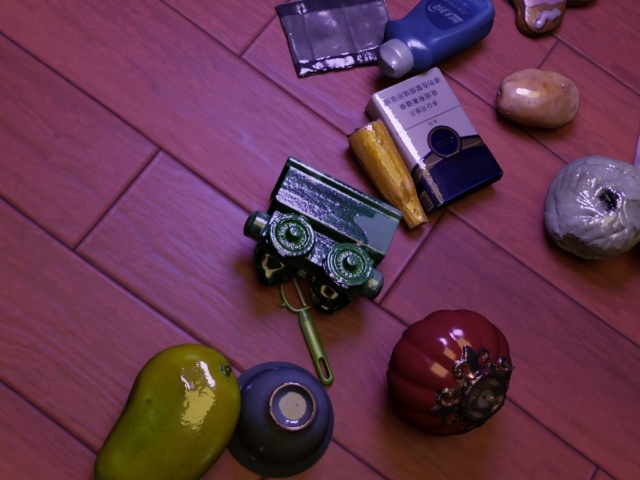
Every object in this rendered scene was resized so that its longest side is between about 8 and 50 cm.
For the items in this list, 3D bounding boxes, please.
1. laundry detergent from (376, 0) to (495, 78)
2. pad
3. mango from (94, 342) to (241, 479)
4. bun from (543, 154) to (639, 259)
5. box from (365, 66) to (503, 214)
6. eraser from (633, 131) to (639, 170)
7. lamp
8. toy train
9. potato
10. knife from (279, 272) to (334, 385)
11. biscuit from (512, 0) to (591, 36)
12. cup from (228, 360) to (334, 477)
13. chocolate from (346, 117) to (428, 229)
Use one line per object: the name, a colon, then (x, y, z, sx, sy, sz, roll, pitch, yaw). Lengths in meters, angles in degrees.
laundry detergent: (0.215, -0.414, 1.751, 0.143, 0.094, 0.290, 40, 57, 22)
pad: (0.041, -0.428, 1.784, 0.233, 0.022, 0.174, -13, 75, -15)
mango: (-0.233, 0.297, 1.404, 0.185, 0.149, 0.273, 21, 75, 14)
bun: (0.536, -0.075, 1.697, 0.221, 0.108, 0.221, -8, 56, 12)
box: (0.221, -0.195, 1.717, 0.168, 0.071, 0.259, -27, 78, -20)
eraser: (0.781, -0.200, 1.839, 0.213, 0.082, 0.397, 21, 68, -6)
lamp: (0.219, 0.223, 1.510, 0.227, 0.227, 0.227, 4, 71, -11)
toy train: (0.000, 0.000, 1.556, 0.266, 0.145, 0.202, 26, 58, -4)
potato: (0.443, -0.289, 1.780, 0.178, 0.109, 0.118, 5, 49, -16)
knife: (-0.028, 0.161, 1.571, 0.054, 0.015, 0.212, -18, 76, -17)
biscuit: (0.411, -0.650, 1.882, 0.283, 0.064, 0.432, -39, 93, -19)
cup: (-0.060, 0.285, 1.450, 0.199, 0.150, 0.199, 4, 71, -11)
chocolate: (0.135, -0.121, 1.670, 0.085, 0.085, 0.219, -28, 84, -20)
